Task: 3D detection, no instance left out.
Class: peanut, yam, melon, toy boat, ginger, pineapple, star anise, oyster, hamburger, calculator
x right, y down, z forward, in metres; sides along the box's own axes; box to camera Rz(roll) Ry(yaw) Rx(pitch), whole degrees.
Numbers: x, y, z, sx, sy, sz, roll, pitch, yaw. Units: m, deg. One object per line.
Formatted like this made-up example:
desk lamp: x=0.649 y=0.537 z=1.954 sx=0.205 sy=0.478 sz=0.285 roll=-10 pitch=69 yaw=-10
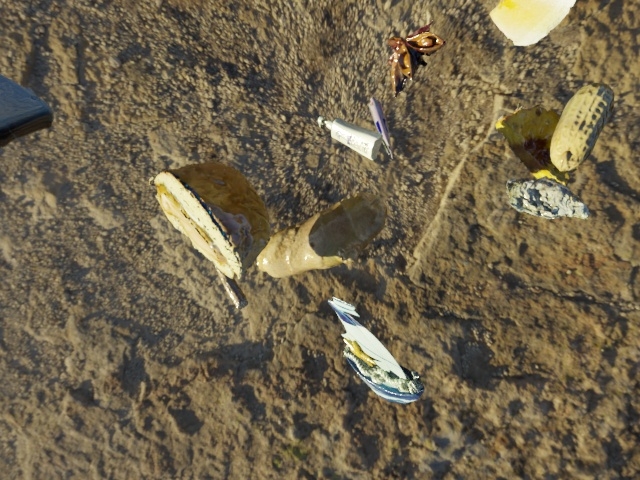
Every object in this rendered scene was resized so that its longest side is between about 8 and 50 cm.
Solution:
peanut: x=0.534 y=-0.233 z=0.881 sx=0.083 sy=0.093 sz=0.194 roll=26 pitch=93 yaw=2
yam: x=-0.207 y=0.087 z=0.958 sx=0.032 sy=0.032 sz=0.145 roll=-35 pitch=71 yaw=10
melon: x=0.352 y=-0.408 z=0.675 sx=0.093 sy=0.202 sz=0.140 roll=24 pitch=90 yaw=-2
toy boat: x=0.097 y=0.207 z=0.849 sx=0.067 sy=0.220 sz=0.291 roll=-41 pitch=123 yaw=-24
ginger: x=0.000 y=0.000 z=1.030 sx=0.353 sy=0.190 sz=0.126 roll=-23 pitch=141 yaw=21
pineapple: x=0.534 y=-0.235 z=1.003 sx=0.135 sy=0.079 sz=0.233 roll=-39 pitch=92 yaw=-8
star anise: x=0.200 y=-0.419 z=0.992 sx=0.053 sy=0.212 sz=0.157 roll=15 pitch=91 yaw=-32
oyster: x=0.345 y=-0.067 z=0.656 sx=0.100 sy=0.098 sz=0.037 roll=-6 pitch=141 yaw=-1
hamburger: x=-0.113 y=-0.046 z=0.493 sx=0.176 sy=0.102 sz=0.087 roll=36 pitch=148 yaw=30
calculator: x=-0.572 y=-0.197 z=0.663 sx=0.172 sy=0.293 sz=0.051 roll=30 pitch=127 yaw=-1

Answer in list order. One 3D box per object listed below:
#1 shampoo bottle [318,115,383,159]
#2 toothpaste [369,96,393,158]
shampoo bottle: x=0.052 y=-0.203 z=0.804 sx=0.141 sy=0.034 sz=0.049 roll=33 pitch=145 yaw=23
toothpaste: x=0.140 y=-0.264 z=0.976 sx=0.028 sy=0.045 sz=0.170 roll=-18 pitch=62 yaw=10
